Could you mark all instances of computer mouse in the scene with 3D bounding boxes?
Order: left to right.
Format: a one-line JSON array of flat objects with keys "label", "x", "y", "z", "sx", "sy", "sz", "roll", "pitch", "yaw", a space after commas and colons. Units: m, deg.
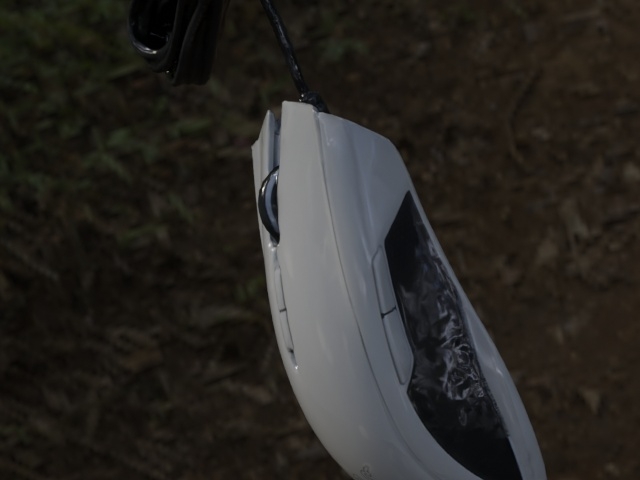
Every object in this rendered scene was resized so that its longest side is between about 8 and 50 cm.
[{"label": "computer mouse", "x": 0.000, "y": 0.000, "z": 0.492, "sx": 0.042, "sy": 0.193, "sz": 0.106, "roll": -25, "pitch": -1, "yaw": -23}]
